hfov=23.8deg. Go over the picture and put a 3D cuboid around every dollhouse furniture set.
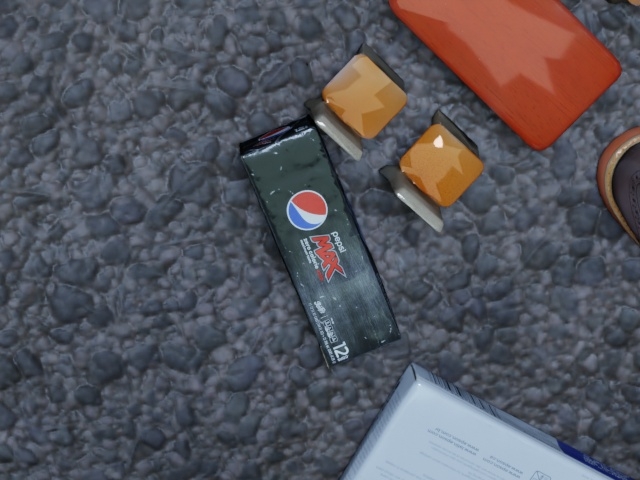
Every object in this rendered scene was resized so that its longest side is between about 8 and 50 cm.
[{"bbox_3d":[0.084,-0.171,0.998,0.259,0.135,0.262,42,98,-13],"label":"dollhouse furniture set"}]

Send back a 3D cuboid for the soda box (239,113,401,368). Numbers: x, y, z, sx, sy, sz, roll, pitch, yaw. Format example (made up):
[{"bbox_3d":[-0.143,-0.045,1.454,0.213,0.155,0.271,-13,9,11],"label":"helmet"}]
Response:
[{"bbox_3d":[0.000,0.000,1.078,0.060,0.053,0.169,-22,105,1],"label":"soda box"}]

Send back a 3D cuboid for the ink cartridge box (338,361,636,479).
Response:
[{"bbox_3d":[0.108,0.237,1.150,0.223,0.045,0.224,29,101,-10],"label":"ink cartridge box"}]

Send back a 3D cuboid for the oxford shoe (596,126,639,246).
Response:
[{"bbox_3d":[0.303,0.036,1.085,0.271,0.098,0.097,42,98,-13],"label":"oxford shoe"}]
